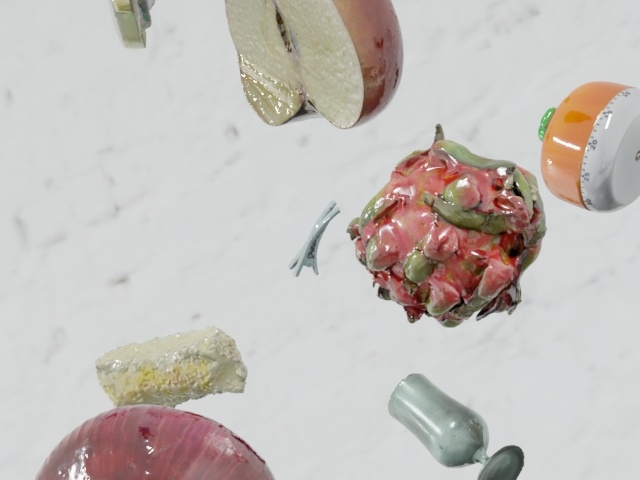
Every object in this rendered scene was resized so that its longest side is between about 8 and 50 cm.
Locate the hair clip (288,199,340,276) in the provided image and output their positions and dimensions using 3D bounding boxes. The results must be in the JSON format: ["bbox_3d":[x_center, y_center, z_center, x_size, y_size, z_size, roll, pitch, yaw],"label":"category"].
[{"bbox_3d":[0.000,-0.001,2.171,0.039,0.030,0.115,13,-63,-34],"label":"hair clip"}]

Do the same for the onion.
[{"bbox_3d":[-0.154,0.263,1.465,0.248,0.248,0.161,-24,-12,13],"label":"onion"}]

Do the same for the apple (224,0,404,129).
[{"bbox_3d":[-0.025,-0.364,2.747,0.329,0.365,0.295,-16,13,15],"label":"apple"}]

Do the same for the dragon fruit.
[{"bbox_3d":[0.183,-0.011,2.181,0.303,0.231,0.237,-16,39,43],"label":"dragon fruit"}]

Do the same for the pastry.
[{"bbox_3d":[-0.211,0.185,2.285,0.258,0.121,0.089,-21,34,32],"label":"pastry"}]

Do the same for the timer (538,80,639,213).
[{"bbox_3d":[0.266,-0.095,1.570,0.136,0.136,0.099,-26,-48,23],"label":"timer"}]

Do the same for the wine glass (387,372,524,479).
[{"bbox_3d":[0.210,0.306,2.533,0.103,0.231,0.103,-25,-47,-29],"label":"wine glass"}]

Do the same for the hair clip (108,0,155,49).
[{"bbox_3d":[-0.233,-0.326,2.006,0.071,0.159,0.218,4,-45,-5],"label":"hair clip"}]
